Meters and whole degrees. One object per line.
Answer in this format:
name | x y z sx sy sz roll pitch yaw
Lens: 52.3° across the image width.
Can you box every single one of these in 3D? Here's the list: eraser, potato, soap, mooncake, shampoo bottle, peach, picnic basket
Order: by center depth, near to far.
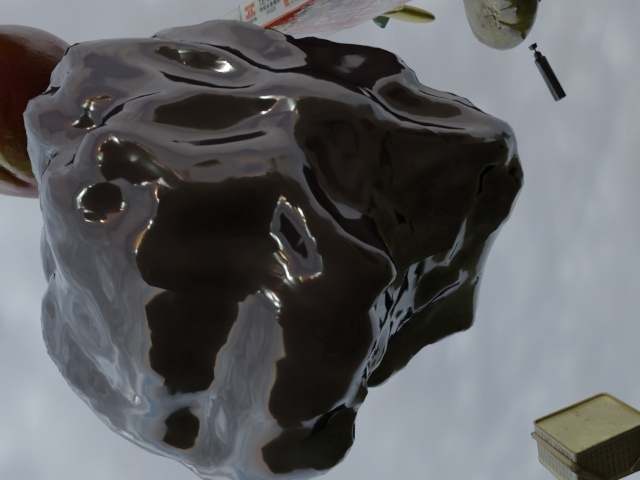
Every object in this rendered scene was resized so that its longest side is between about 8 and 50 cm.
mooncake | -0.035 -0.029 0.506 0.381 0.351 0.212 -47 -23 -51
eraser | 0.012 -0.255 0.691 0.157 0.230 0.038 -19 -80 -37
picnic basket | 0.434 0.320 1.037 0.164 0.115 0.079 -17 -75 -12
peach | -0.510 -0.224 1.128 0.332 0.308 0.307 -76 -29 -70
potato | 0.375 -0.513 1.359 0.141 0.176 0.298 -22 -31 -5
soap | 0.170 -0.477 1.360 0.169 0.089 0.033 -8 -69 -45
shampoo bottle | 0.500 -0.373 1.442 0.137 0.027 0.048 63 -152 3

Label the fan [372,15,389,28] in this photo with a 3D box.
fan | 0.169 -0.550 1.495 0.038 0.016 0.193 36 -124 -7
